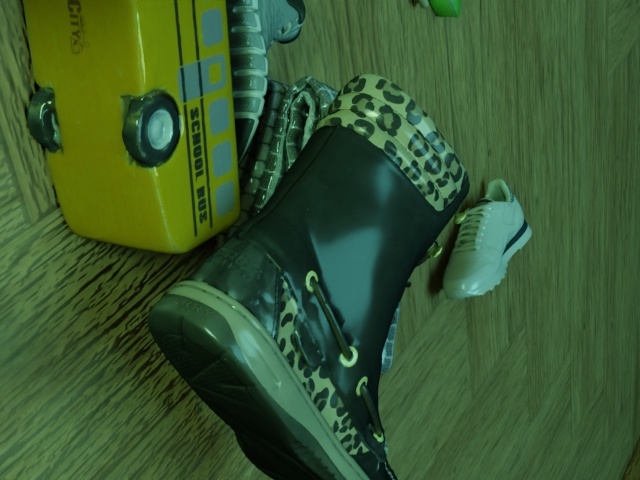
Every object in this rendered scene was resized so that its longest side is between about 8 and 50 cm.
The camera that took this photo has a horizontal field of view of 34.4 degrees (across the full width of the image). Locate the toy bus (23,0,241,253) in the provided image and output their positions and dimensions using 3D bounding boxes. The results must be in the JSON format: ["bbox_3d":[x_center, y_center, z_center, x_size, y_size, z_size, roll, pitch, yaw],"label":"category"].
[{"bbox_3d":[-0.138,-0.158,0.750,0.130,0.108,0.332,-34,128,-52],"label":"toy bus"}]

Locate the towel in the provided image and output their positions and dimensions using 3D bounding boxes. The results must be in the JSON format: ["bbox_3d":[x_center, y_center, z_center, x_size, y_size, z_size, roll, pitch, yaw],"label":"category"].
[{"bbox_3d":[0.000,0.000,1.035,0.235,0.121,0.283,16,85,-60],"label":"towel"}]

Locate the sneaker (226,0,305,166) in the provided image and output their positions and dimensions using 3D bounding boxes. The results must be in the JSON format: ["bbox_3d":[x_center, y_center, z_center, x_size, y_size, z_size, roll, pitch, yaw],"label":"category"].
[{"bbox_3d":[-0.058,-0.165,0.920,0.132,0.086,0.228,-3,101,-63],"label":"sneaker"}]

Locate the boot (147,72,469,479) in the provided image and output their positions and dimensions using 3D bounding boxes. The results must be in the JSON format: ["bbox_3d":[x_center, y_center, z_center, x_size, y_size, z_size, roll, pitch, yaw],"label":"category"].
[{"bbox_3d":[0.032,0.069,0.899,0.284,0.138,0.377,-57,137,-24],"label":"boot"}]

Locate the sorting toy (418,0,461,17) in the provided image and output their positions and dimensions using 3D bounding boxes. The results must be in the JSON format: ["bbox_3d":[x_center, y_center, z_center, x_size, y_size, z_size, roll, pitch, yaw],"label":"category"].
[{"bbox_3d":[0.133,-0.404,1.221,0.347,0.047,0.195,47,59,-55],"label":"sorting toy"}]

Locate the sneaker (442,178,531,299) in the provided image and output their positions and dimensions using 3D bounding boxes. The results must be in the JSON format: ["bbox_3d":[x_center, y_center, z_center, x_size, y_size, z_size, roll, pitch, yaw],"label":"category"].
[{"bbox_3d":[0.229,0.001,1.502,0.235,0.090,0.094,-50,127,-48],"label":"sneaker"}]
